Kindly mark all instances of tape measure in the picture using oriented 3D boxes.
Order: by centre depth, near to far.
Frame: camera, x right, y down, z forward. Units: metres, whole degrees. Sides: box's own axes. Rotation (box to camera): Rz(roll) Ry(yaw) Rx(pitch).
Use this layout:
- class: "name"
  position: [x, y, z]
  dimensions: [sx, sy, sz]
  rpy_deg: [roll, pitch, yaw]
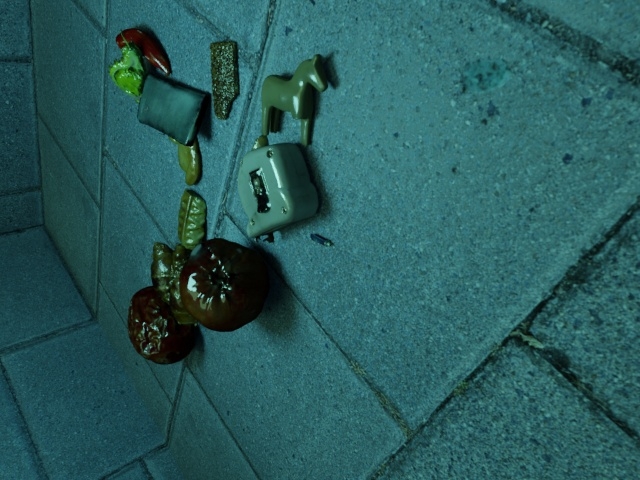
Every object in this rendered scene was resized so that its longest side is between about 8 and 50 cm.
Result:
- class: "tape measure"
  position: [-0.136, -0.138, 1.400]
  dimensions: [0.258, 0.130, 0.265]
  rpy_deg: [-19, 89, 53]

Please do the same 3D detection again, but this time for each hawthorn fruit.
- class: "hawthorn fruit"
  position: [-0.306, 0.147, 1.602]
  dimensions: [0.308, 0.325, 0.309]
  rpy_deg: [0, 92, 6]

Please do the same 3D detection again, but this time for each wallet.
- class: "wallet"
  position: [-0.534, -0.467, 1.733]
  dimensions: [0.379, 0.046, 0.191]
  rpy_deg: [28, 102, 36]

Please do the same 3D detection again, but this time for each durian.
- class: "durian"
  position: [-0.711, -0.617, 1.826]
  dimensions: [0.132, 0.107, 0.375]
  rpy_deg: [38, 156, 3]

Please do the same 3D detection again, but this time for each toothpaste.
- class: "toothpaste"
  position: [0.000, 0.000, 1.380]
  dimensions: [0.083, 0.019, 0.027]
  rpy_deg: [24, 145, 43]

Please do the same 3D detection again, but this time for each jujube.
- class: "jujube"
  position: [-0.712, 0.379, 2.172]
  dimensions: [0.377, 0.276, 0.277]
  rpy_deg: [53, 139, 38]

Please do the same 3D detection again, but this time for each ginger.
- class: "ginger"
  position: [-0.580, 0.162, 2.004]
  dimensions: [0.357, 0.152, 0.274]
  rpy_deg: [49, 135, 23]

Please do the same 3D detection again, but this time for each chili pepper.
- class: "chili pepper"
  position: [-0.683, -0.720, 1.833]
  dimensions: [0.368, 0.091, 0.137]
  rpy_deg: [34, 134, 38]

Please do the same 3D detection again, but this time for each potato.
- class: "potato"
  position: [-0.183, -0.271, 1.473]
  dimensions: [0.036, 0.037, 0.093]
  rpy_deg: [47, 134, 20]

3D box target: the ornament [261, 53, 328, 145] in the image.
- class: "ornament"
  position: [-0.069, -0.373, 1.281]
  dimensions: [0.230, 0.061, 0.245]
  rpy_deg: [30, 129, 36]

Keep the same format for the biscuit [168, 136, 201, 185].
- class: "biscuit"
  position: [-0.505, -0.359, 1.802]
  dimensions: [0.154, 0.045, 0.299]
  rpy_deg: [-29, 83, 49]

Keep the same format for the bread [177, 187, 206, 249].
- class: "bread"
  position: [-0.499, -0.075, 1.878]
  dimensions: [0.128, 0.088, 0.232]
  rpy_deg: [25, 118, 32]

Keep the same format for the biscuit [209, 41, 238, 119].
- class: "biscuit"
  position: [-0.300, -0.493, 1.528]
  dimensions: [0.131, 0.026, 0.237]
  rpy_deg: [23, 120, 44]
